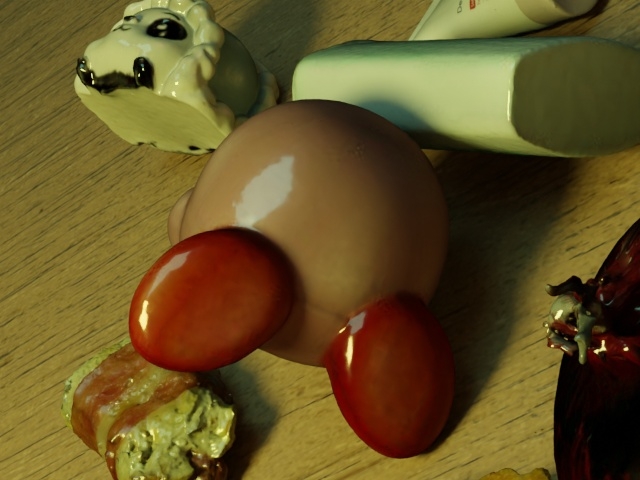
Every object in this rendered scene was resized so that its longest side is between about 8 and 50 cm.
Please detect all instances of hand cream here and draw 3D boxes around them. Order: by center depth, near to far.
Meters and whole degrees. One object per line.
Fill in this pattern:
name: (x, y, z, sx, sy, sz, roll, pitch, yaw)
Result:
hand cream: (0.173, -0.248, 1.405, 0.248, 0.083, 0.133, -7, 46, 57)

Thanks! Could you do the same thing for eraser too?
eraser: (0.130, -0.128, 1.220, 0.290, 0.189, 0.104, 9, 96, 52)

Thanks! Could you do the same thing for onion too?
onion: (0.220, 0.069, 0.817, 0.273, 0.285, 0.273, -55, 21, 33)

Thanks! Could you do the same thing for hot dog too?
hot dog: (-0.149, 0.167, 1.280, 0.146, 0.103, 0.213, -29, 40, -13)

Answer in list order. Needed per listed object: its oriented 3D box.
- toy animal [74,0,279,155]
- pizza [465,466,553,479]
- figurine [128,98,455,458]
toy animal: (-0.161, -0.191, 1.593, 0.208, 0.204, 0.156, 6, 61, 41)
pizza: (0.100, 0.228, 0.966, 0.271, 0.056, 0.134, -20, 42, 36)
figurine: (0.003, -0.001, 1.130, 0.211, 0.269, 0.261, -59, 17, 20)
